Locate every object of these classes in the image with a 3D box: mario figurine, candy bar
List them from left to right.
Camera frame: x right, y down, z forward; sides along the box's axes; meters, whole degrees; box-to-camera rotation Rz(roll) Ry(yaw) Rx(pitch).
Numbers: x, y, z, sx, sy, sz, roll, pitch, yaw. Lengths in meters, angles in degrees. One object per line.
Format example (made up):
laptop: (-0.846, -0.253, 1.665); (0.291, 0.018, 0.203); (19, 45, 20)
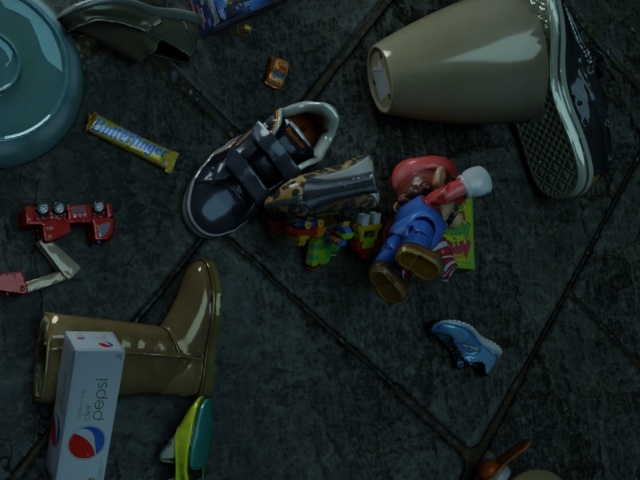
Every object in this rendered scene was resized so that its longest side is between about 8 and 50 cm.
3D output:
candy bar: (-0.305, -0.159, 1.671); (0.161, 0.018, 0.040); (27, 67, -23)
mario figurine: (0.195, -0.020, 1.783); (0.320, 0.198, 0.170); (-66, 149, -48)

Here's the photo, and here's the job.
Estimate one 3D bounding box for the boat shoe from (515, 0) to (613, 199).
boat shoe: (0.463, -0.332, 2.064); (0.156, 0.187, 0.500); (-18, 93, -37)

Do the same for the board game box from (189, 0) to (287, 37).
board game box: (-0.141, -0.464, 1.810); (0.194, 0.060, 0.194); (-15, 86, -33)

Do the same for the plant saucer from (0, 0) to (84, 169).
plant saucer: (-0.507, -0.264, 1.565); (0.318, 0.044, 0.317); (7, 77, -29)

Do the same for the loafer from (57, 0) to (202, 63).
loafer: (-0.298, -0.333, 1.665); (0.251, 0.094, 0.087); (-2, 85, -36)

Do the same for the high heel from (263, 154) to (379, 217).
high heel: (0.004, -0.084, 1.761); (0.186, 0.261, 0.093); (-12, 92, 4)

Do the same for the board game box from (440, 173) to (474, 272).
board game box: (0.238, -0.035, 1.941); (0.092, 0.043, 0.181); (7, 76, -29)

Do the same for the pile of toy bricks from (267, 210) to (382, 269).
pile of toy bricks: (0.000, 0.000, 1.777); (0.212, 0.118, 0.105); (-7, 111, -47)

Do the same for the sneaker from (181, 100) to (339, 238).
sneaker: (-0.096, -0.132, 1.725); (0.126, 0.127, 0.321); (50, 62, -13)

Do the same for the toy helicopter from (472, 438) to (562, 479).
toy helicopter: (0.297, 0.494, 1.807); (0.355, 0.140, 0.235); (-14, 84, -29)

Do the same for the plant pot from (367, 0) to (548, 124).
plant pot: (0.235, -0.317, 1.908); (0.274, 0.256, 0.256); (-13, 86, -15)

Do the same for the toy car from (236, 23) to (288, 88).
toy car: (-0.102, -0.322, 1.811); (0.122, 0.040, 0.060); (38, 63, -18)

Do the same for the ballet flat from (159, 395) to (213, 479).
ballet flat: (-0.209, 0.354, 1.581); (0.077, 0.077, 0.231); (-2, 82, 15)

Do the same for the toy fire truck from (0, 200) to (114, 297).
toy fire truck: (-0.400, 0.013, 1.561); (0.192, 0.047, 0.135); (-3, 81, -31)

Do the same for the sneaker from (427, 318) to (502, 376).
sneaker: (0.261, 0.196, 1.893); (0.162, 0.063, 0.073); (32, 68, -20)

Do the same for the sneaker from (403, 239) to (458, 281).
sneaker: (0.189, 0.055, 1.861); (0.118, 0.042, 0.067); (-29, 70, 2)

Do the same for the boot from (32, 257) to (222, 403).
boot: (-0.288, 0.132, 1.574); (0.270, 0.089, 0.236); (7, 78, -28)

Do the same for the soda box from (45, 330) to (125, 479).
soda box: (-0.337, 0.240, 1.479); (0.074, 0.069, 0.216); (4, 107, -28)
